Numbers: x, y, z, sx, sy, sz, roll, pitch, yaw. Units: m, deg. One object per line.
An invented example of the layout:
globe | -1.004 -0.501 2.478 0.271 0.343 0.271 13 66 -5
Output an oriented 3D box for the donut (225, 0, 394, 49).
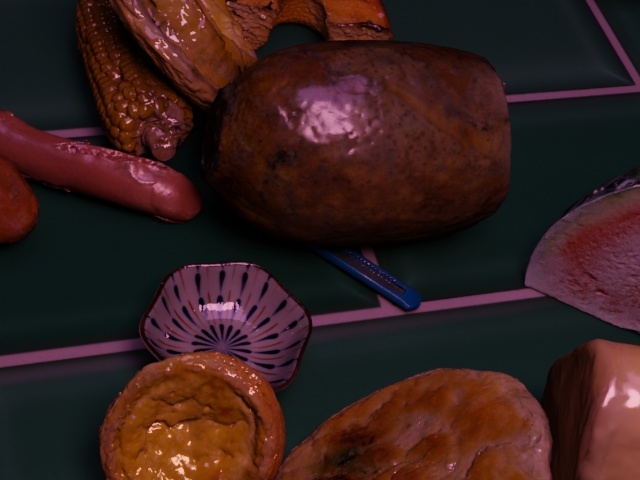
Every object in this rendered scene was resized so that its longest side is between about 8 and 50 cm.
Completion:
donut | -0.024 -0.335 1.658 0.259 0.101 0.152 9 49 -2

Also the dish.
dish | -0.106 0.112 1.295 0.190 0.066 0.191 7 49 -8

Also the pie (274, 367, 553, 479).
pie | 0.073 0.242 1.130 0.337 0.075 0.337 -22 32 14

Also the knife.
knife | 0.001 -0.002 1.436 0.296 0.026 0.044 32 40 16

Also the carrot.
carrot | -0.430 -0.062 1.341 0.225 0.159 0.159 24 49 -8

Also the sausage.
sausage | -0.288 -0.089 1.419 0.304 0.078 0.078 18 50 4

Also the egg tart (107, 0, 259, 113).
egg tart | -0.162 -0.272 1.482 0.095 0.279 0.279 -37 55 15

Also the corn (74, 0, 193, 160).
corn | -0.246 -0.224 1.514 0.119 0.119 0.322 -9 53 -18

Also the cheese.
cheese | 0.268 0.234 1.150 0.104 0.384 0.384 9 49 5

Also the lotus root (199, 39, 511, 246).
lotus root | 0.035 -0.114 1.379 0.346 0.250 0.250 0 51 -17

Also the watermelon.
watermelon | 0.387 0.025 1.395 0.289 0.320 0.214 -20 80 11

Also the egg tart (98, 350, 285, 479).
egg tart | -0.126 0.196 1.179 0.191 0.191 0.074 9 10 -3
